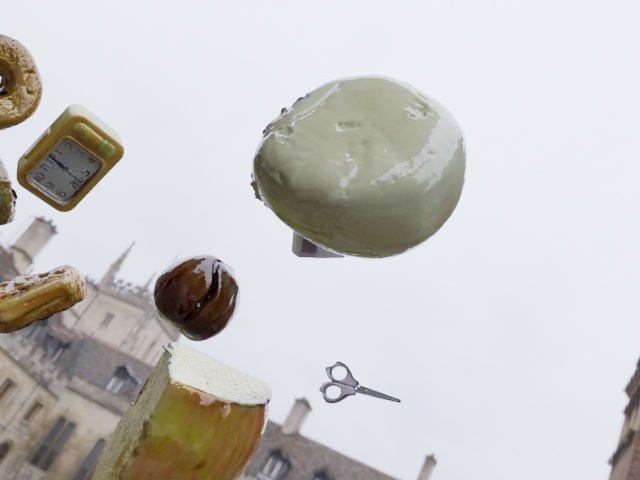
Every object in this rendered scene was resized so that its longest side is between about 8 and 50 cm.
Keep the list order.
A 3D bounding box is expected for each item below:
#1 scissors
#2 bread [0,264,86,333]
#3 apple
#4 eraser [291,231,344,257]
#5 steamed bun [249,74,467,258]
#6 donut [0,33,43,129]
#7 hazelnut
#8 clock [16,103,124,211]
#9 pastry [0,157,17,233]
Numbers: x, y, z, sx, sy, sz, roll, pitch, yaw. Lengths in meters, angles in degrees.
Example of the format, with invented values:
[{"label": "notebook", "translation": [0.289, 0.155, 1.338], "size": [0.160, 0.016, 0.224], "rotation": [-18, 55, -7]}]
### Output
[{"label": "scissors", "translation": [0.094, 0.345, 1.548], "size": [0.189, 0.100, 0.015], "rotation": [15, -22, 9]}, {"label": "bread", "translation": [-0.308, 0.060, 0.719], "size": [0.083, 0.111, 0.044], "rotation": [11, -60, 55]}, {"label": "apple", "translation": [-0.255, 0.350, 1.153], "size": [0.252, 0.309, 0.314], "rotation": [30, 5, 30]}, {"label": "eraser", "translation": [0.000, 0.000, 1.262], "size": [0.105, 0.065, 0.026], "rotation": [0, 11, -21]}, {"label": "steamed bun", "translation": [0.076, -0.099, 1.112], "size": [0.312, 0.334, 0.233], "rotation": [45, -20, 36]}, {"label": "donut", "translation": [-0.725, -0.346, 1.469], "size": [0.114, 0.226, 0.226], "rotation": [-1, -41, 47]}, {"label": "hazelnut", "translation": [-0.308, 0.133, 1.678], "size": [0.218, 0.218, 0.234], "rotation": [20, -20, 18]}, {"label": "clock", "translation": [-0.527, -0.173, 1.416], "size": [0.143, 0.202, 0.096], "rotation": [40, 9, -37]}, {"label": "pastry", "translation": [-0.766, -0.112, 1.528], "size": [0.218, 0.100, 0.229], "rotation": [-29, -98, 55]}]
